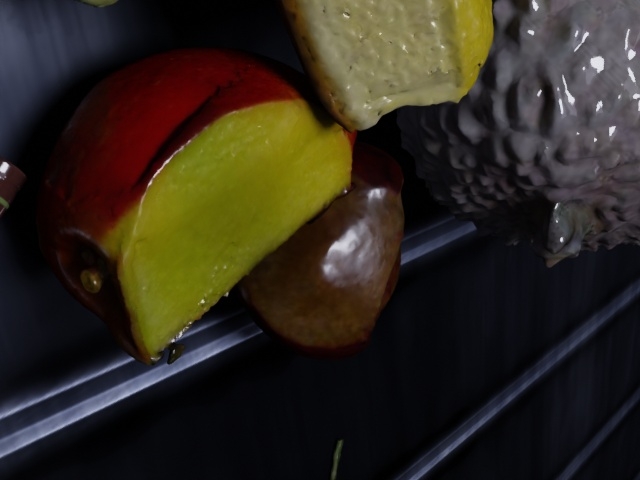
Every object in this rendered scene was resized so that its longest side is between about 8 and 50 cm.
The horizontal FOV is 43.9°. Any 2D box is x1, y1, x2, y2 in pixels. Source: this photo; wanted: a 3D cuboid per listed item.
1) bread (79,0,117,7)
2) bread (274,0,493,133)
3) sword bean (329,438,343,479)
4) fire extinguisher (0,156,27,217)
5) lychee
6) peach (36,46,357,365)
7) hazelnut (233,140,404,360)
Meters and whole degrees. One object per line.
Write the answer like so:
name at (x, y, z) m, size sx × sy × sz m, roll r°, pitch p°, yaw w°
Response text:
bread at (-0.162, -0.253, 0.433) m, size 0.207 × 0.056 × 0.286 m, roll -84°, pitch 158°, yaw -49°
bread at (0.029, -0.300, 0.564) m, size 0.323 × 0.143 × 0.333 m, roll -80°, pitch 155°, yaw -50°
sword bean at (0.019, 0.288, 1.005) m, size 0.012 × 0.012 × 0.083 m, roll -10°, pitch 114°, yaw -50°
fire extinguisher at (-0.252, 0.013, 0.512) m, size 0.158 × 0.043 × 0.064 m, roll -60°, pitch -176°, yaw -15°
lychee at (0.262, -0.178, 0.822) m, size 0.380 × 0.380 × 0.432 m, roll 37°, pitch 60°, yaw -52°
peach at (-0.090, -0.065, 0.586) m, size 0.267 × 0.159 × 0.154 m, roll -41°, pitch 144°, yaw -24°
hazelnut at (0.004, 0.002, 0.730) m, size 0.202 × 0.170 × 0.160 m, roll -55°, pitch 143°, yaw -5°
